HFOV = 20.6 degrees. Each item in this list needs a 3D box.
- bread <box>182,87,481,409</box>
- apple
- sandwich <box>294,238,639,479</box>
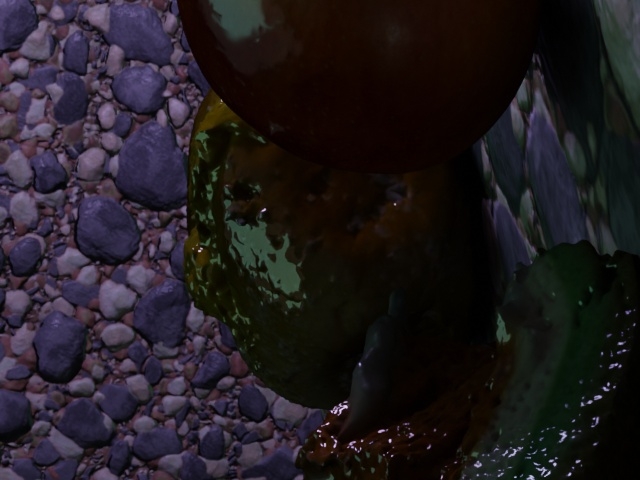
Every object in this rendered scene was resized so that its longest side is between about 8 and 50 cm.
[{"bbox_3d":[0.000,0.000,1.107,0.246,0.176,0.196,87,170,-65],"label":"bread"},{"bbox_3d":[0.016,-0.105,0.753,0.163,0.163,0.139,-109,19,-51],"label":"apple"},{"bbox_3d":[0.051,0.091,0.659,0.185,0.160,0.109,-62,-42,-40],"label":"sandwich"}]
